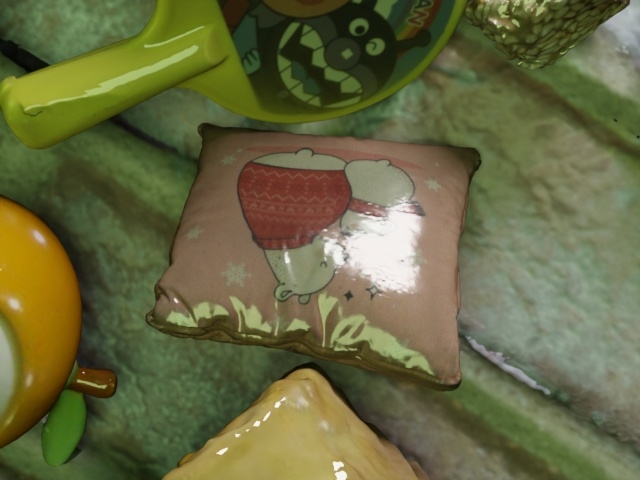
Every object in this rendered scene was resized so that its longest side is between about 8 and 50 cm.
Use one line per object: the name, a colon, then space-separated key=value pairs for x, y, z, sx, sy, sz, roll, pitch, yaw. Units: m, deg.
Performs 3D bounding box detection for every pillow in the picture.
pillow: x=0.000 y=0.000 z=1.004 sx=0.236 sy=0.223 sz=0.084 roll=10 pitch=141 yaw=4

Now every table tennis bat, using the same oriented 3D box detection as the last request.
table tennis bat: x=-0.064 y=-0.156 z=0.989 sx=0.369 sy=0.054 sz=0.224 roll=-21 pitch=133 yaw=2

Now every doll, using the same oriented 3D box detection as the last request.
doll: x=-0.254 y=0.076 z=1.041 sx=0.236 sy=0.213 sz=0.213 roll=27 pitch=99 yaw=-24

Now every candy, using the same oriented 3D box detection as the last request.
candy: x=0.168 y=-0.180 z=0.999 sx=0.110 sy=0.095 sz=0.085 roll=-45 pitch=52 yaw=19

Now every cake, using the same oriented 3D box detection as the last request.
cake: x=-0.019 y=0.294 z=0.959 sx=0.332 sy=0.332 sz=0.321 roll=-44 pitch=86 yaw=9
